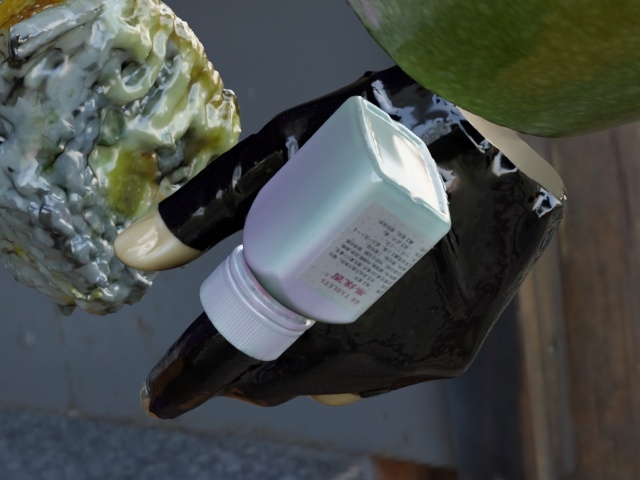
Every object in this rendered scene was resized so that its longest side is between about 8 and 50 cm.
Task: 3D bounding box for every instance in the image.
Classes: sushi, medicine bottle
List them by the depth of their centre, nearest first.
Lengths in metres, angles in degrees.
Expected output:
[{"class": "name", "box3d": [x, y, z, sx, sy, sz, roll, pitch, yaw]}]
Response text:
[{"class": "medicine bottle", "box3d": [0.000, 0.000, 0.722, 0.118, 0.055, 0.074, -45, 31, 21]}, {"class": "sushi", "box3d": [-0.161, -0.072, 1.033, 0.139, 0.274, 0.184, 15, 60, 35]}]

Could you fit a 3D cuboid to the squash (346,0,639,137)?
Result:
[{"class": "squash", "box3d": [0.169, -0.192, 0.559, 0.263, 0.263, 0.384, -14, 0, -22]}]

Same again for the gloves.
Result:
[{"class": "gloves", "box3d": [-0.005, 0.018, 0.928, 0.301, 0.197, 0.152, -39, 17, 36]}]
